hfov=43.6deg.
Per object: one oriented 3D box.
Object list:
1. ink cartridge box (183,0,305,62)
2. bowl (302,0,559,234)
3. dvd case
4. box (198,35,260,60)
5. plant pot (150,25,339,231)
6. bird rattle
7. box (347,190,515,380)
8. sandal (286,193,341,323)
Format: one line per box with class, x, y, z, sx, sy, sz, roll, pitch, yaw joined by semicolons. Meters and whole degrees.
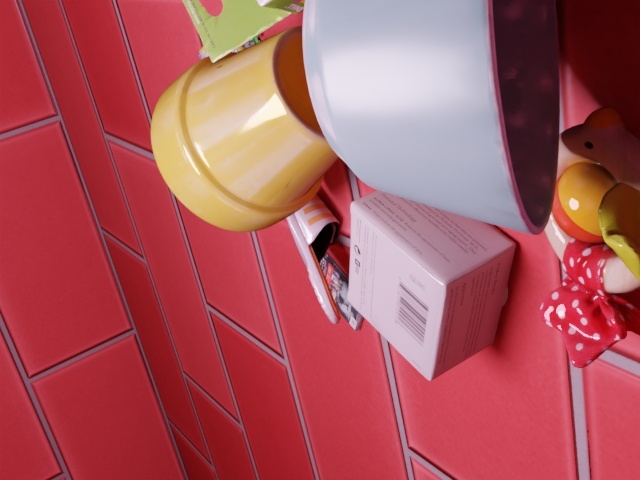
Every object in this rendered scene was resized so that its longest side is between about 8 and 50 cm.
ink cartridge box;-0.090;-0.354;0.956;0.255;0.097;0.188;-27;89;24
bowl;0.095;-0.156;0.657;0.163;0.311;0.311;-2;115;25
dvd case;0.035;0.087;1.362;0.119;0.013;0.087;50;151;29
box;-0.140;-0.298;1.310;0.105;0.043;0.179;64;152;-1
plant pot;-0.066;-0.165;1.094;0.239;0.254;0.253;-27;89;48
bird rattle;0.279;-0.010;0.760;0.253;0.143;0.206;99;151;-68
box;0.133;0.043;1.021;0.182;0.119;0.180;44;147;37
sandal;0.002;0.004;1.276;0.102;0.076;0.265;70;178;-71
